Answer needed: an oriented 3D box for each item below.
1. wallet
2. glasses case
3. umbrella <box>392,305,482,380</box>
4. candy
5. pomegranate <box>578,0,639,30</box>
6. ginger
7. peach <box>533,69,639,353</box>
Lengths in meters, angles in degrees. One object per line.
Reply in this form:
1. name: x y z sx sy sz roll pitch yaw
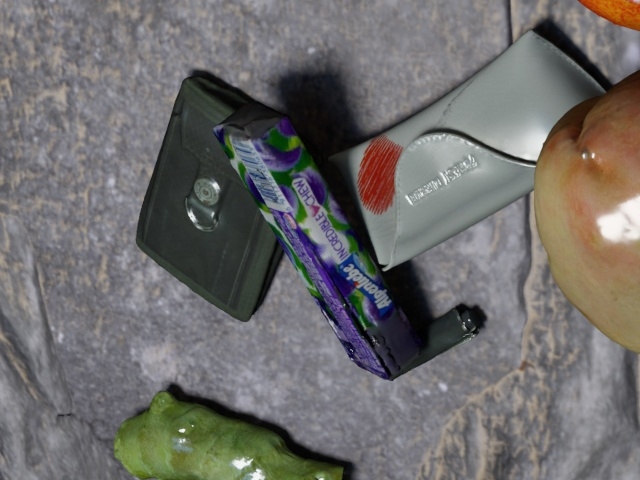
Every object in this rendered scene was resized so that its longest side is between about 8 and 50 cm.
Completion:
1. wallet: -0.104 -0.037 2.031 0.168 0.052 0.245 32 130 12
2. glasses case: 0.129 -0.078 1.856 0.308 0.083 0.128 -31 100 37
3. umbrella: 0.109 0.103 2.003 0.133 0.031 0.036 -31 101 36
4. candy: 0.000 0.000 1.925 0.088 0.061 0.312 24 149 55
5. pomegranate: 0.300 -0.262 1.579 0.256 0.221 0.221 24 125 10
6. ginger: -0.097 0.260 2.169 0.290 0.089 0.137 26 134 11
7. peach: 0.321 -0.029 1.668 0.292 0.292 0.247 -29 65 37
